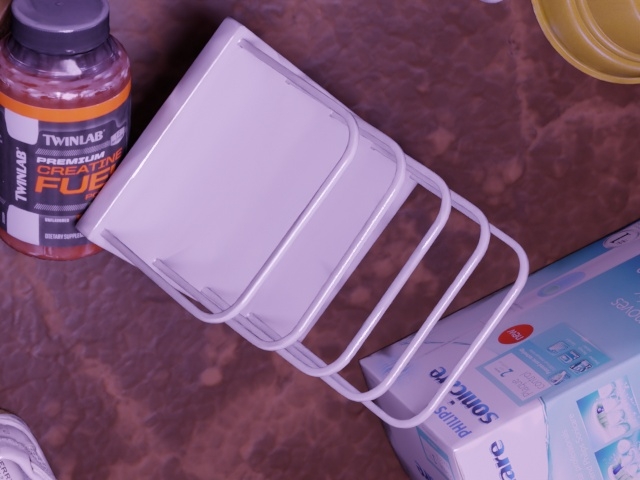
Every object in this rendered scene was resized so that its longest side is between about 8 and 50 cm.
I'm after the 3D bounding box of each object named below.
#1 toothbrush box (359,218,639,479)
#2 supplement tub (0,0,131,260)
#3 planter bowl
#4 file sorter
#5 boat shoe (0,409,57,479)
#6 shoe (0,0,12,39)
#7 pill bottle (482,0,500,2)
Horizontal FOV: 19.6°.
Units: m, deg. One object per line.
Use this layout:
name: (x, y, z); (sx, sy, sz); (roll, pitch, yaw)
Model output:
toothbrush box: (0.213, 0.120, 1.550); (0.296, 0.216, 0.126); (-26, 113, -9)
supplement tub: (-0.193, -0.089, 1.368); (0.106, 0.106, 0.198); (-8, 129, -17)
planter bowl: (0.289, -0.228, 1.539); (0.217, 0.090, 0.217); (-6, 107, -19)
file sorter: (0.000, 0.000, 1.405); (0.193, 0.173, 0.278); (-54, 140, 2)
boat shoe: (-0.215, 0.268, 1.504); (0.098, 0.096, 0.277); (-34, 115, -8)
shoe: (-0.198, -0.211, 1.392); (0.076, 0.058, 0.219); (28, 100, -47)
pill bottle: (0.173, -0.297, 1.461); (0.215, 0.117, 0.117); (-43, 115, -3)
